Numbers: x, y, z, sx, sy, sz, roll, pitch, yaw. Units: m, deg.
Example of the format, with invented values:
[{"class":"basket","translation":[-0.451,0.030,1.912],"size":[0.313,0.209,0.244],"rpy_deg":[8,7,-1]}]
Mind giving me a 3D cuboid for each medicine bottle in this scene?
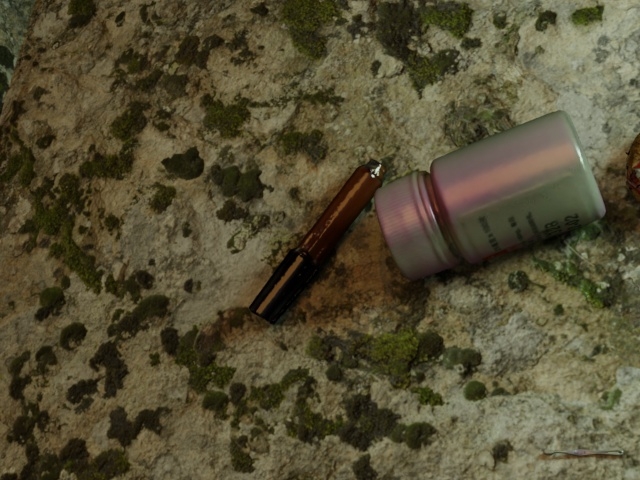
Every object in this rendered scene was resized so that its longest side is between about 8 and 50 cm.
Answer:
[{"class":"medicine bottle","translation":[0.314,-0.076,1.623],"size":[0.388,0.219,0.219],"rpy_deg":[-22,57,15]}]

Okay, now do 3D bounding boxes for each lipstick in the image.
[{"class":"lipstick","translation":[0.000,0.000,1.834],"size":[0.077,0.077,0.418],"rpy_deg":[33,81,35]}]

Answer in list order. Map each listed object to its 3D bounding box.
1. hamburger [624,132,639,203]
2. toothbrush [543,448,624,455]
[{"class":"hamburger","translation":[0.658,-0.143,1.556],"size":[0.231,0.107,0.231],"rpy_deg":[-8,69,22]},{"class":"toothbrush","translation":[0.444,0.359,1.460],"size":[0.131,0.013,0.011],"rpy_deg":[-5,73,24]}]
